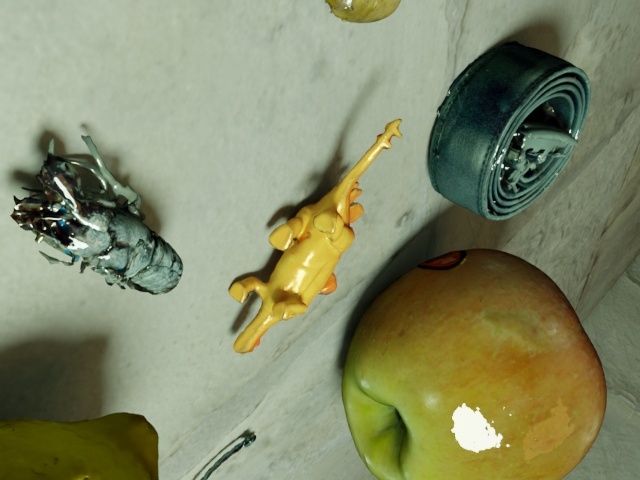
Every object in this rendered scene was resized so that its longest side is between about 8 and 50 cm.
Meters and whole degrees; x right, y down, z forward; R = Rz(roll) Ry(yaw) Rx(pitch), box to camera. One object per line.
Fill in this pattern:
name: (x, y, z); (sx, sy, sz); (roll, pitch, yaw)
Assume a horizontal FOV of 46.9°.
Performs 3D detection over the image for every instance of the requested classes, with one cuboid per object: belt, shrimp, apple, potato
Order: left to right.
shrimp: (-0.134, -0.007, 0.503); (0.174, 0.076, 0.082); (51, 54, -63)
potato: (0.033, -0.197, 0.580); (0.083, 0.040, 0.051); (-14, 142, -50)
apple: (0.181, 0.184, 0.981); (0.305, 0.338, 0.338); (-23, 144, -15)
belt: (0.247, -0.133, 0.919); (0.268, 0.116, 0.206); (-20, 133, -45)

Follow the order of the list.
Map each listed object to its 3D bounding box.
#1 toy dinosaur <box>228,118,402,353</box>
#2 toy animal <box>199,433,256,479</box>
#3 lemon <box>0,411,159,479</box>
toy dinosaur: (0.000, 0.000, 0.734); (0.288, 0.070, 0.117); (-56, 165, 13)
toy animal: (-0.161, 0.343, 0.894); (0.252, 0.070, 0.079); (-62, -170, -11)
lemon: (-0.214, 0.252, 0.486); (0.320, 0.245, 0.245); (-51, 155, -27)
